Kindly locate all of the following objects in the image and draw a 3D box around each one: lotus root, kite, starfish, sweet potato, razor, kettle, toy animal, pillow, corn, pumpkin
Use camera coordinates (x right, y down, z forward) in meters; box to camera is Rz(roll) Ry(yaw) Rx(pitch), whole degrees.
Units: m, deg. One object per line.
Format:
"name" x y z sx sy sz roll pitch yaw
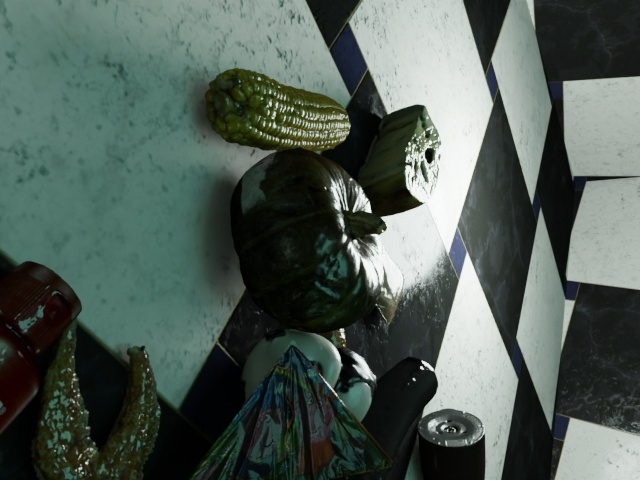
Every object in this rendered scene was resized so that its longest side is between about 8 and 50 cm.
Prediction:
"lotus root" 0.156 -0.146 1.122 0.138 0.119 0.235 46 50 -38
"kite" -0.033 0.239 0.708 0.321 0.016 0.234 3 84 -34
"starfish" -0.239 0.251 0.547 0.302 0.060 0.299 -46 128 -47
"sweet potato" 0.010 0.142 0.940 0.068 0.060 0.206 -176 -98 -86
"razor" 0.074 0.324 0.924 0.327 0.107 0.189 -39 164 -51
"kettle" 0.291 0.507 1.293 0.202 0.144 0.232 -87 173 -75
"toy animal" -0.027 0.210 0.799 0.179 0.138 0.166 34 87 -42
"pillow" 0.110 0.059 1.116 0.211 0.034 0.135 56 46 -36
"corn" -0.043 -0.176 0.838 0.313 0.102 0.102 -5 92 -57
"pumpkin" 0.002 -0.001 0.778 0.260 0.189 0.260 40 38 -40

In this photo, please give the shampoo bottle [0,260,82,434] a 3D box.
"shampoo bottle" -0.310 0.144 0.428 0.118 0.076 0.314 61 41 -28
